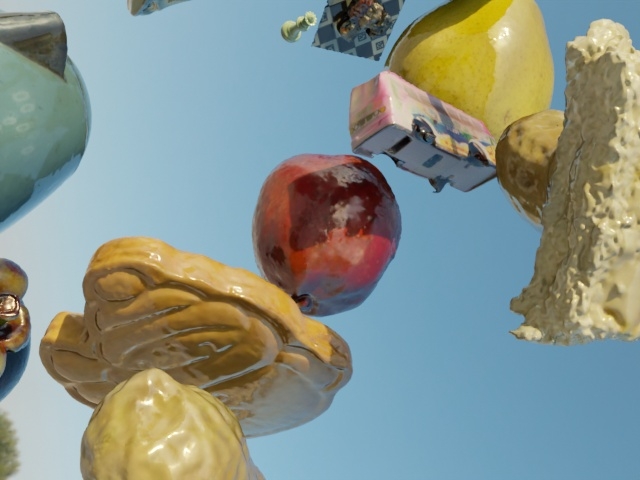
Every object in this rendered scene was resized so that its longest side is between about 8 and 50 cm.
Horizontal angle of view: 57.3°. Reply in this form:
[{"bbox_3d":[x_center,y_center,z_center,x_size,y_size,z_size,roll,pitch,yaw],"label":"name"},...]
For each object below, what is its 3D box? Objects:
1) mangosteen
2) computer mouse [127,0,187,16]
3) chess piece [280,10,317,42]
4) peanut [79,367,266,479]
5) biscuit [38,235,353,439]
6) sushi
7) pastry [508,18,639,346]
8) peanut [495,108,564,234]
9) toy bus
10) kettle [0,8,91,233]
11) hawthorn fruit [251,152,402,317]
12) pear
[{"bbox_3d":[-0.567,0.146,0.911,0.302,0.275,0.275,-23,-109,26],"label":"mangosteen"},{"bbox_3d":[-0.161,-0.487,0.805,0.429,0.145,0.228,-29,-133,35],"label":"computer mouse"},{"bbox_3d":[-0.038,-0.415,1.130,0.093,0.042,0.042,-3,-90,56],"label":"chess piece"},{"bbox_3d":[-0.121,0.239,0.536,0.291,0.142,0.159,83,-4,-49],"label":"peanut"},{"bbox_3d":[-0.147,0.141,0.668,0.312,0.351,0.057,-28,-142,23],"label":"biscuit"},{"bbox_3d":[0.117,-0.585,1.537,0.231,0.219,0.047,-65,-145,35],"label":"sushi"},{"bbox_3d":[0.231,-0.040,0.461,0.089,0.121,0.259,19,-81,52],"label":"pastry"},{"bbox_3d":[0.336,-0.058,0.698,0.169,0.192,0.387,-49,-154,7],"label":"peanut"},{"bbox_3d":[0.155,-0.150,0.859,0.090,0.274,0.112,-29,-120,39],"label":"toy bus"},{"bbox_3d":[-0.352,-0.065,0.445,0.319,0.342,0.247,-34,-92,35],"label":"kettle"},{"bbox_3d":[0.000,0.000,0.993,0.265,0.265,0.307,-42,-159,53],"label":"hawthorn fruit"},{"bbox_3d":[0.303,-0.316,1.220,0.362,0.362,0.419,31,-82,54],"label":"pear"}]
